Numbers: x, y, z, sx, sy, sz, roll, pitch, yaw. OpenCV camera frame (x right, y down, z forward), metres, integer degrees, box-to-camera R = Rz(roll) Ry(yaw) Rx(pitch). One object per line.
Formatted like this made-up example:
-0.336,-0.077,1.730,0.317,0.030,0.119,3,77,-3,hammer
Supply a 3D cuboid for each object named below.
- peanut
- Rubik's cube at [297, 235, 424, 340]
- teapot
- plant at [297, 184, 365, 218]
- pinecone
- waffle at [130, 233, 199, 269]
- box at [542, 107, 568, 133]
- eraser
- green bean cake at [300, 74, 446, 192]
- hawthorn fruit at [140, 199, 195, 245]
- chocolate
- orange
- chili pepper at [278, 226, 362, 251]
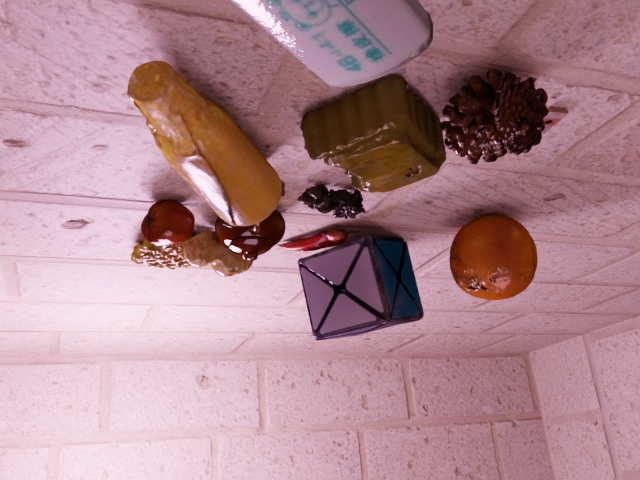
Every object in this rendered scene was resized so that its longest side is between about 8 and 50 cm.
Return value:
-0.271,0.035,1.716,0.098,0.103,0.229,-35,144,25,peanut
0.120,0.139,1.860,0.255,0.259,0.260,-21,169,32,Rubik's cube
-0.170,-0.021,1.610,0.178,0.135,0.252,-4,160,-15,teapot
0.032,-0.094,1.549,0.174,0.087,0.085,9,120,-25,plant
0.312,-0.222,1.175,0.179,0.149,0.195,11,154,-37,pinecone
-0.408,0.037,1.804,0.243,0.058,0.238,8,156,-36,waffle
0.469,-0.248,1.336,0.046,0.012,0.083,1,158,-15,box
0.012,-0.333,0.890,0.189,0.104,0.290,-14,157,31,eraser
0.106,-0.187,1.255,0.233,0.124,0.236,-17,156,29,green bean cake
-0.365,-0.041,1.544,0.128,0.128,0.128,-5,159,-2,hawthorn fruit
-0.218,-0.169,1.200,0.162,0.162,0.445,-11,156,14,chocolate
0.483,0.046,1.795,0.246,0.246,0.246,-5,159,-2,orange
0.000,0.000,1.818,0.268,0.050,0.059,-14,-179,22,chili pepper
